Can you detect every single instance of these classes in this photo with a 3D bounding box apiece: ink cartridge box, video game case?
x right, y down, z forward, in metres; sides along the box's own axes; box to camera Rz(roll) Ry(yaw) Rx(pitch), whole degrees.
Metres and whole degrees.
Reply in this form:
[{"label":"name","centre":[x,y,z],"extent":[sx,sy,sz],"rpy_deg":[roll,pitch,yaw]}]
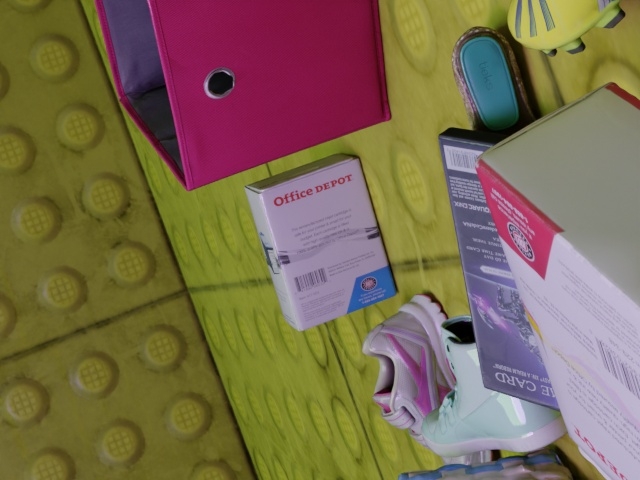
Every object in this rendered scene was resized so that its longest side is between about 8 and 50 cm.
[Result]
[{"label":"ink cartridge box","centre":[0.000,0.000,1.830],"extent":[0.082,0.139,0.191],"rpy_deg":[-156,48,-71]},{"label":"ink cartridge box","centre":[0.250,0.072,1.025],"extent":[0.226,0.131,0.306],"rpy_deg":[48,168,51]},{"label":"video game case","centre":[0.207,0.038,1.281],"extent":[0.196,0.026,0.274],"rpy_deg":[14,128,43]}]

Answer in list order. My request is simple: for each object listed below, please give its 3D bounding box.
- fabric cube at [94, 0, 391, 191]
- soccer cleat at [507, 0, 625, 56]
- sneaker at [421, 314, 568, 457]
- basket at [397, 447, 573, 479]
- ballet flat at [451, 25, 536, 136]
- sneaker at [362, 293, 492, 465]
[{"label":"fabric cube","centre":[-0.097,-0.250,1.628],"extent":[0.259,0.258,0.254],"rpy_deg":[-130,26,-49]},{"label":"soccer cleat","centre":[0.180,-0.209,0.988],"extent":[0.121,0.093,0.289],"rpy_deg":[38,169,-4]},{"label":"sneaker","centre":[0.166,0.150,1.554],"extent":[0.151,0.094,0.256],"rpy_deg":[64,154,-2]},{"label":"basket","centre":[0.195,0.364,1.458],"extent":[0.289,0.255,0.201],"rpy_deg":[-96,-1,-57]},{"label":"ballet flat","centre":[0.171,-0.100,1.317],"extent":[0.067,0.073,0.206],"rpy_deg":[-71,-32,-72]},{"label":"sneaker","centre":[0.123,0.199,1.728],"extent":[0.252,0.111,0.103],"rpy_deg":[68,164,4]}]
